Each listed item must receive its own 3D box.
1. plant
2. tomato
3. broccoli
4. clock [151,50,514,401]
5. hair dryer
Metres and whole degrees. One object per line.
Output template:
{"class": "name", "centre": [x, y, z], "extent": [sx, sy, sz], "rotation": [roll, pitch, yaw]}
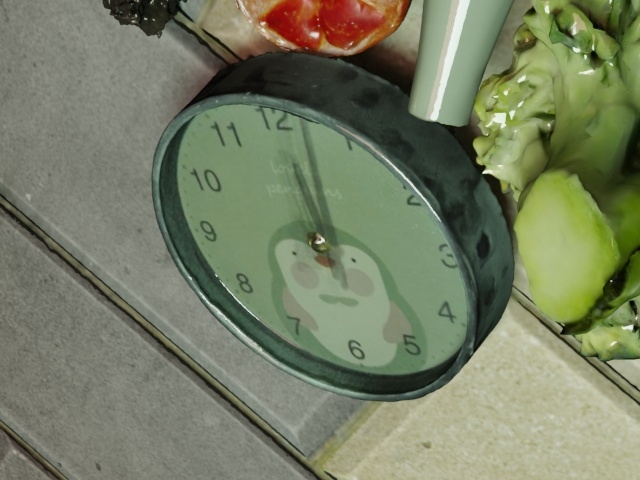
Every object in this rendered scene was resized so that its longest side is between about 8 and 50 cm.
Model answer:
{"class": "plant", "centre": [-0.125, -0.240, 0.762], "extent": [0.085, 0.087, 0.174], "rotation": [20, 137, -19]}
{"class": "tomato", "centre": [0.004, -0.213, 0.703], "extent": [0.156, 0.069, 0.155], "rotation": [18, 130, 22]}
{"class": "broccoli", "centre": [0.180, -0.038, 0.592], "extent": [0.248, 0.246, 0.288], "rotation": [-10, 103, 48]}
{"class": "clock", "centre": [0.000, -0.001, 0.791], "extent": [0.319, 0.066, 0.318], "rotation": [22, 136, 23]}
{"class": "hair dryer", "centre": [0.037, -0.174, 0.605], "extent": [0.092, 0.267, 0.229], "rotation": [-137, 38, -59]}
